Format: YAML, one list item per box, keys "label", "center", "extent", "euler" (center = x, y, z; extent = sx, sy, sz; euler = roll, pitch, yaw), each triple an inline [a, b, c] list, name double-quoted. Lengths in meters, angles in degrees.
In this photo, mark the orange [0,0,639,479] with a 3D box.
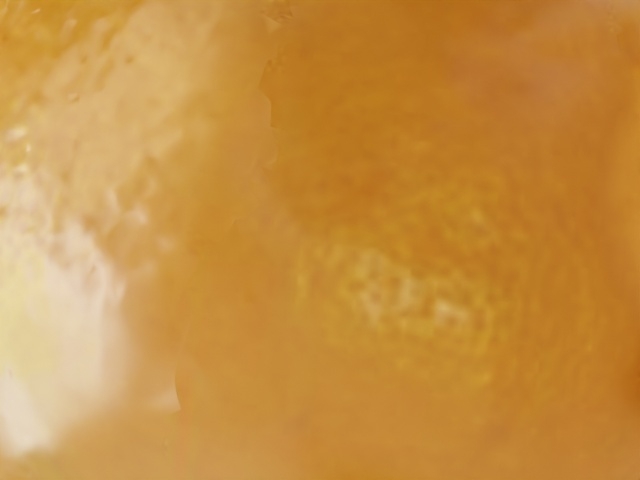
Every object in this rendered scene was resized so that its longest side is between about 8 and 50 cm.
- label: "orange"
  center: [0.000, 0.000, 0.555]
  extent: [0.312, 0.312, 0.312]
  euler: [-15, 180, 0]
